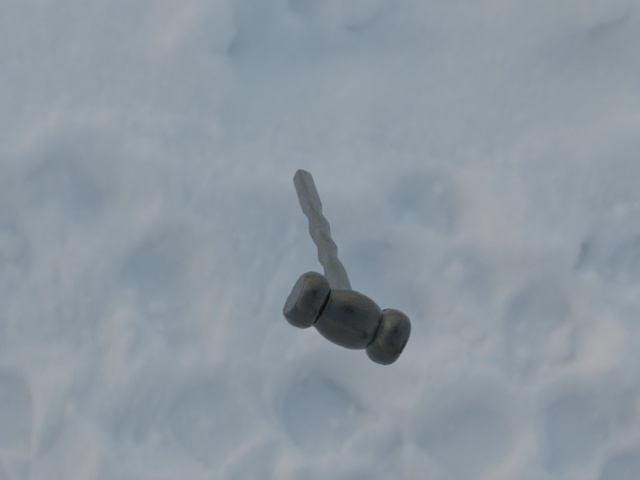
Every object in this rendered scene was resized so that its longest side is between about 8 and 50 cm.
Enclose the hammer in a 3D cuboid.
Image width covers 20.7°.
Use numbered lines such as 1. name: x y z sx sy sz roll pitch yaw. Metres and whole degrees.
1. hammer: 0.000 0.000 0.953 0.058 0.029 0.292 27 12 -13
